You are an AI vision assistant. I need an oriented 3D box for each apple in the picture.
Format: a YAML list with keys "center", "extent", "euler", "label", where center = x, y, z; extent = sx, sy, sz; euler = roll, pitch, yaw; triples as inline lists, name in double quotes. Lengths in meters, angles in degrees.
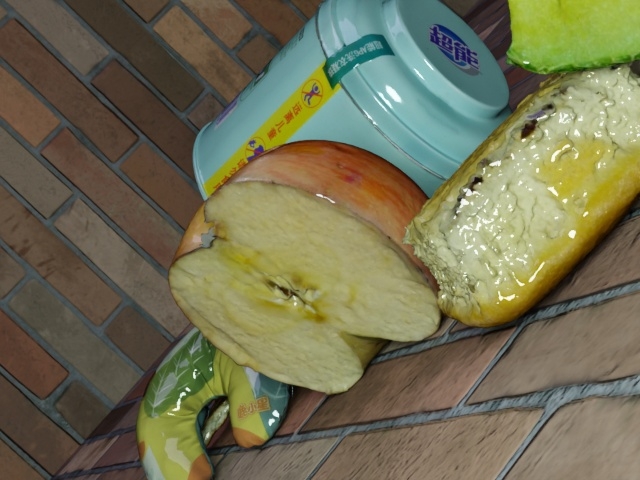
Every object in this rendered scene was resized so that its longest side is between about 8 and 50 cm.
- center: [0.000, 0.000, 1.357]
  extent: [0.293, 0.251, 0.163]
  euler: [-39, 19, 47]
  label: "apple"

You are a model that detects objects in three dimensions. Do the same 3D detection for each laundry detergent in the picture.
- center: [0.052, -0.126, 1.633]
  extent: [0.305, 0.287, 0.287]
  euler: [-42, 8, 30]
  label: "laundry detergent"

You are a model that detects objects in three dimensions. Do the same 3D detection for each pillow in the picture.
- center: [-0.119, 0.185, 1.584]
  extent: [0.233, 0.086, 0.214]
  euler: [-42, 41, 15]
  label: "pillow"

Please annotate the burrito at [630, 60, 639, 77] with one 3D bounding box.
- center: [0.289, -0.252, 1.222]
  extent: [0.175, 0.107, 0.348]
  euler: [-68, -8, -77]
  label: "burrito"

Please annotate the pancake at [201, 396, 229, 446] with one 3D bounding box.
- center: [-0.103, 0.204, 1.745]
  extent: [0.244, 0.057, 0.266]
  euler: [-57, 5, -16]
  label: "pancake"

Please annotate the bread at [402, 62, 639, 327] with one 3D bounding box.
- center: [0.173, -0.040, 1.103]
  extent: [0.245, 0.121, 0.174]
  euler: [-48, 0, -8]
  label: "bread"

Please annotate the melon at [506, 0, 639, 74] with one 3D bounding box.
- center: [0.289, -0.296, 0.980]
  extent: [0.343, 0.226, 0.331]
  euler: [2, 58, 37]
  label: "melon"
